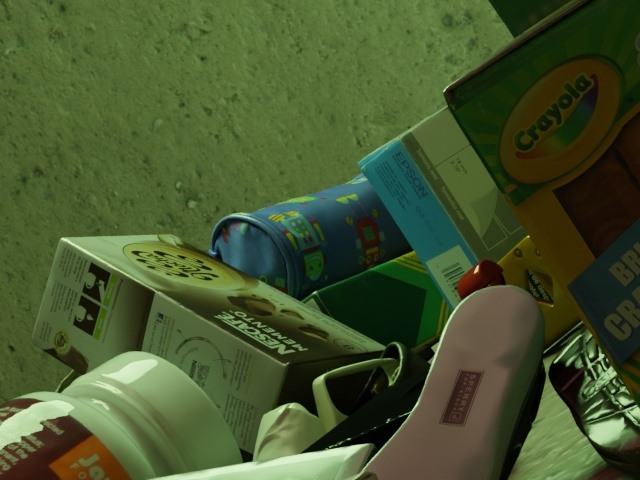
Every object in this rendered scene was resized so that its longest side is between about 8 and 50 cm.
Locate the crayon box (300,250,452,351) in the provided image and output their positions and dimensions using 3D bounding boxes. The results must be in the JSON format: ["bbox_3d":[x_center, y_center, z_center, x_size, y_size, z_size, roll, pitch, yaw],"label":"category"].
[{"bbox_3d":[-0.034,0.157,1.860,0.363,0.106,0.313,-37,-7,28],"label":"crayon box"}]

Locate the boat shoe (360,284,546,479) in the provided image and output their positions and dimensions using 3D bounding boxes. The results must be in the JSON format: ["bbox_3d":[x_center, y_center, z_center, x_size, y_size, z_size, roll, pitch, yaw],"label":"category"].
[{"bbox_3d":[0.077,0.131,0.989,0.080,0.076,0.228,5,50,27],"label":"boat shoe"}]

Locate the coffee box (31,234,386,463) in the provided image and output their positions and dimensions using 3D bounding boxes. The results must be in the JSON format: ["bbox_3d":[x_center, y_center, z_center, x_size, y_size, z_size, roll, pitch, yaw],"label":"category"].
[{"bbox_3d":[-0.105,0.103,1.607,0.168,0.297,0.119,-2,-67,-53],"label":"coffee box"}]

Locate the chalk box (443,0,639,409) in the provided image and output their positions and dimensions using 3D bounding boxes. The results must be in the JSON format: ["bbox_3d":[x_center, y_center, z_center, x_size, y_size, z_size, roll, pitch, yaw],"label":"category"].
[{"bbox_3d":[0.171,-0.047,0.763,0.180,0.289,0.179,-34,1,8],"label":"chalk box"}]

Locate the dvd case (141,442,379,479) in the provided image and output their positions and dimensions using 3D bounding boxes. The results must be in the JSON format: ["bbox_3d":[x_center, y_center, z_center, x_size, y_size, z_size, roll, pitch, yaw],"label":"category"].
[{"bbox_3d":[-0.086,0.206,1.012,0.238,0.029,0.179,-16,30,37],"label":"dvd case"}]

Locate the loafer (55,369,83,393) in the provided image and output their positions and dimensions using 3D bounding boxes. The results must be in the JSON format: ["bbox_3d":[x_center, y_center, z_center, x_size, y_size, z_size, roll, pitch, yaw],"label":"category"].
[{"bbox_3d":[-0.206,0.142,1.829,0.268,0.102,0.092,-37,-14,25],"label":"loafer"}]

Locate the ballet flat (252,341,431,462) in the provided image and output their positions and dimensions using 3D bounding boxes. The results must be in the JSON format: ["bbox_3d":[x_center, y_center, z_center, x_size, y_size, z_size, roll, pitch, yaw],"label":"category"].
[{"bbox_3d":[0.004,0.171,1.446,0.095,0.096,0.280,-31,2,45],"label":"ballet flat"}]

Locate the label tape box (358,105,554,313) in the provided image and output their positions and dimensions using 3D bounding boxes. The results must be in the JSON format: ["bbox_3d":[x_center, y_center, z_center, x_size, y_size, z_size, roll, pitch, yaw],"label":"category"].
[{"bbox_3d":[0.241,-0.068,1.733,0.333,0.240,0.106,-33,0,-27],"label":"label tape box"}]

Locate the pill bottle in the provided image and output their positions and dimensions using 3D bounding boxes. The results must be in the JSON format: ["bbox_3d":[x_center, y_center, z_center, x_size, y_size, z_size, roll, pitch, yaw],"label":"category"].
[{"bbox_3d":[-0.259,0.264,1.408,0.392,0.224,0.224,-33,1,-38],"label":"pill bottle"}]

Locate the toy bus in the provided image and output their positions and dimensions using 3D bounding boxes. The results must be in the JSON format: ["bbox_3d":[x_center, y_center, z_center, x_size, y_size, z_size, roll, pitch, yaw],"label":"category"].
[{"bbox_3d":[0.225,0.020,1.480,0.191,0.104,0.202,-39,-7,6],"label":"toy bus"}]

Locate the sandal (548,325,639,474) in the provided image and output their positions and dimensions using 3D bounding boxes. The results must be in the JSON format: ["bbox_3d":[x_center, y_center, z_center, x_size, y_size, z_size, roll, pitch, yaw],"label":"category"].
[{"bbox_3d":[0.187,0.084,0.975,0.090,0.060,0.219,-39,14,9],"label":"sandal"}]

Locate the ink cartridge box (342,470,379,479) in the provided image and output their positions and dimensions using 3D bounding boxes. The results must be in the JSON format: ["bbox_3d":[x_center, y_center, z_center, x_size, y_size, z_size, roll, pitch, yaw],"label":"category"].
[{"bbox_3d":[-0.008,0.173,0.725,0.063,0.109,0.150,-31,0,-37],"label":"ink cartridge box"}]

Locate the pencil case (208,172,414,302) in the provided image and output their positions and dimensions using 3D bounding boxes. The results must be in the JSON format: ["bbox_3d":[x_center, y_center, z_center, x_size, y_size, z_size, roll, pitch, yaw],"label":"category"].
[{"bbox_3d":[0.000,0.000,1.864,0.133,0.119,0.306,-1,12,34],"label":"pencil case"}]

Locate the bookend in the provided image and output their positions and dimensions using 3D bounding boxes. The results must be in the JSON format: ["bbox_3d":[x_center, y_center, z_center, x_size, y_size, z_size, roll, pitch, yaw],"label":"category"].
[{"bbox_3d":[0.073,0.142,1.206,0.156,0.072,0.157,-31,0,42],"label":"bookend"}]

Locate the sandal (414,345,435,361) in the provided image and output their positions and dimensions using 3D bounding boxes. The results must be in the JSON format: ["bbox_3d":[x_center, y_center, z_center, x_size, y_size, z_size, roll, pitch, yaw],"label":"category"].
[{"bbox_3d":[0.050,0.171,1.719,0.179,0.040,0.067,-37,-8,22],"label":"sandal"}]
